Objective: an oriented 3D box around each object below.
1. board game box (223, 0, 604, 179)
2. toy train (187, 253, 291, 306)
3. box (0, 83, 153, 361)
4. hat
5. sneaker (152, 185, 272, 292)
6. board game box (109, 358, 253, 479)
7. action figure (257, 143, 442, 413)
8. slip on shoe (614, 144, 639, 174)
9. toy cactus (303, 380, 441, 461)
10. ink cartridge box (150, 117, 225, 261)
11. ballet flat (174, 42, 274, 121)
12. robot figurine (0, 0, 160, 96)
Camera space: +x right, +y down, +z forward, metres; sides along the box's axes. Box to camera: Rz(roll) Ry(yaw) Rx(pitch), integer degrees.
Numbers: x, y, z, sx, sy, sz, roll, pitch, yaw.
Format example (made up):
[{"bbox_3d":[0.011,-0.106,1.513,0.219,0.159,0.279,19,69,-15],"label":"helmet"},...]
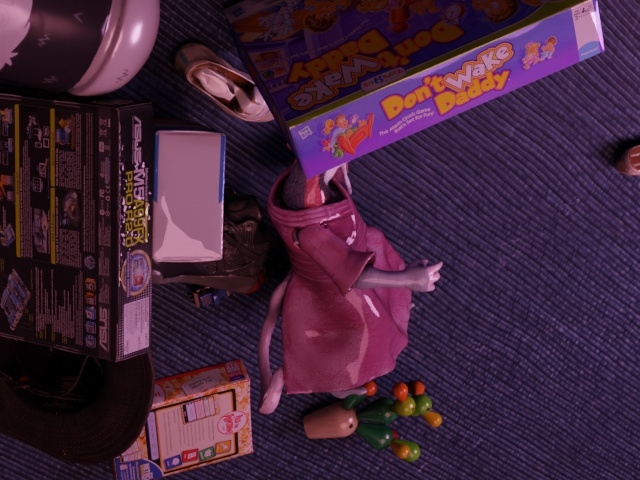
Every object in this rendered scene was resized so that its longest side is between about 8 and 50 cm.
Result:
[{"bbox_3d":[0.096,-0.227,1.760,0.347,0.233,0.078,-24,135,-5],"label":"board game box"},{"bbox_3d":[-0.091,0.051,2.065,0.158,0.036,0.027,-19,134,-9],"label":"toy train"},{"bbox_3d":[-0.279,-0.022,1.730,0.060,0.216,0.270,-16,111,-55],"label":"box"},{"bbox_3d":[-0.300,0.091,1.914,0.134,0.331,0.331,-40,155,-52],"label":"hat"},{"bbox_3d":[-0.153,-0.011,1.953,0.228,0.087,0.130,8,122,-34],"label":"sneaker"},{"bbox_3d":[-0.189,0.246,2.182,0.194,0.045,0.146,-13,132,-15],"label":"board game box"},{"bbox_3d":[0.000,0.000,1.961,0.276,0.248,0.370,-15,135,7],"label":"action figure"},{"bbox_3d":[0.457,-0.110,2.185,0.135,0.051,0.041,-13,173,-25],"label":"slip on shoe"},{"bbox_3d":[0.065,0.230,2.269,0.181,0.112,0.219,-14,138,12],"label":"toy cactus"},{"bbox_3d":[-0.163,-0.060,1.797,0.082,0.191,0.139,0,99,-14],"label":"ink cartridge box"},{"bbox_3d":[-0.101,-0.168,1.861,0.168,0.052,0.057,27,113,-40],"label":"ballet flat"},{"bbox_3d":[-0.296,-0.244,1.626,0.278,0.209,0.173,13,92,-32],"label":"robot figurine"}]
